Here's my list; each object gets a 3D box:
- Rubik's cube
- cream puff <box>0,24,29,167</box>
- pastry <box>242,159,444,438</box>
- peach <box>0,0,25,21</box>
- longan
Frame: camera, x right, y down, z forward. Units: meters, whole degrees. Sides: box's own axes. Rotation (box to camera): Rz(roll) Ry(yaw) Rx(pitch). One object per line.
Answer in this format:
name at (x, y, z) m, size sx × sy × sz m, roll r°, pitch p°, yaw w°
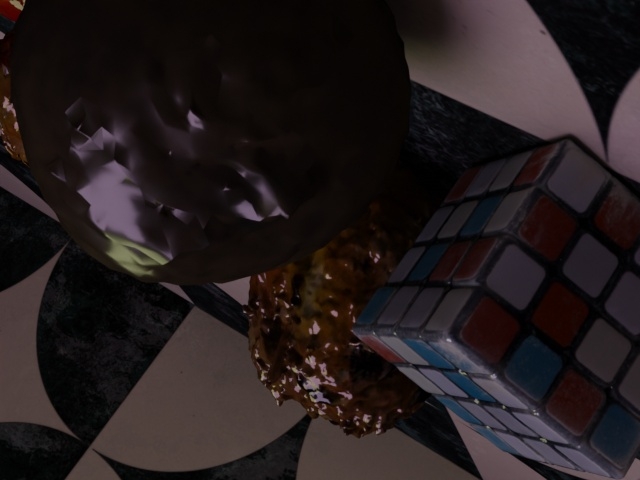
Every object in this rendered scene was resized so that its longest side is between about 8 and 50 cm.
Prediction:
Rubik's cube at (0.235, 0.075, 1.367) m, size 0.256 × 0.253 × 0.259 m, roll 39°, pitch 167°, yaw -13°
cream puff at (-0.262, -0.202, 1.657) m, size 0.351 × 0.228 × 0.350 m, roll 7°, pitch 157°, yaw 3°
pastry at (0.059, 0.091, 1.675) m, size 0.293 × 0.337 × 0.405 m, roll 19°, pitch 160°, yaw 24°
peach at (-0.321, -0.336, 1.476) m, size 0.190 × 0.190 × 0.192 m, roll 30°, pitch 180°, yaw 24°
longan at (-0.112, -0.143, 1.222) m, size 0.391 × 0.391 × 0.391 m, roll 34°, pitch 166°, yaw 10°
